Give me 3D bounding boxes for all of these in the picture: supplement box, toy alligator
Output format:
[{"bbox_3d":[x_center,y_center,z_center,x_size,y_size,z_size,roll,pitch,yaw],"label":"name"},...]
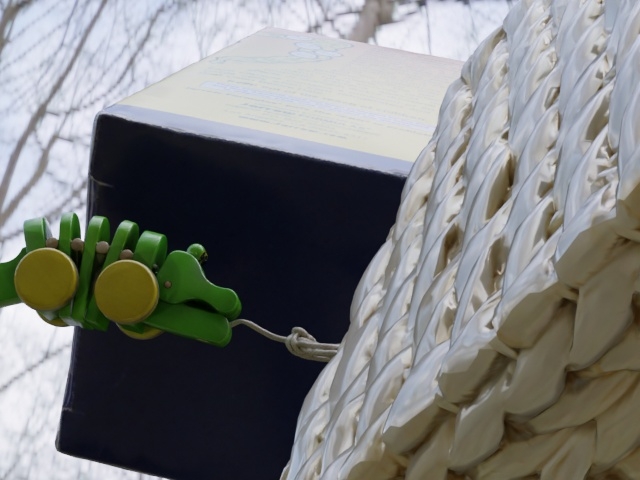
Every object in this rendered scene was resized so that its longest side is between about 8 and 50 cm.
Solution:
[{"bbox_3d":[0.000,0.000,1.022,0.195,0.356,0.194,12,-74,10],"label":"supplement box"},{"bbox_3d":[-0.077,0.018,0.785,0.189,0.056,0.051,8,-101,5],"label":"toy alligator"}]

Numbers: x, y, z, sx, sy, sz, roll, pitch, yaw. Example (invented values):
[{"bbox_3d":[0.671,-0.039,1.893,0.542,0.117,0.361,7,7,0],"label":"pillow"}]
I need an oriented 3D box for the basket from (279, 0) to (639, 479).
[{"bbox_3d":[0.180,0.016,0.574,0.266,0.331,0.328,32,-42,-5],"label":"basket"}]
